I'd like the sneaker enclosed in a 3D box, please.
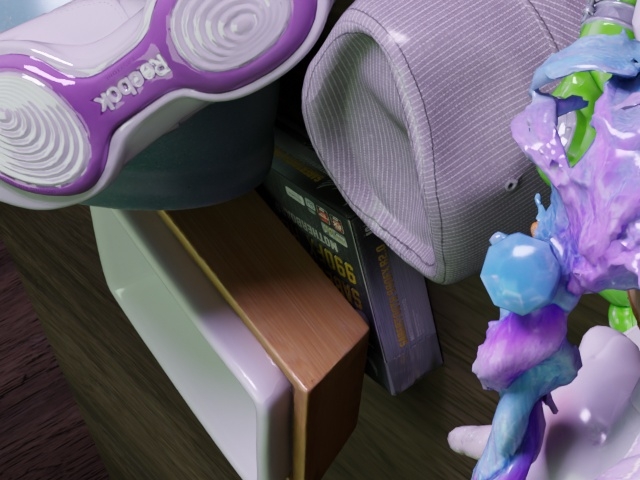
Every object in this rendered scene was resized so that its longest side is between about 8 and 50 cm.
[{"bbox_3d":[-0.113,-0.111,0.878,0.114,0.305,0.152,64,-157,-15],"label":"sneaker"}]

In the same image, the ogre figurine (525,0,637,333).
[{"bbox_3d":[0.160,-0.024,0.652,0.097,0.118,0.197,21,138,45],"label":"ogre figurine"}]

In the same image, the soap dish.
[{"bbox_3d":[-0.076,0.058,1.172,0.291,0.118,0.229,50,159,25],"label":"soap dish"}]

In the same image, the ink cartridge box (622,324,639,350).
[{"bbox_3d":[0.219,0.102,0.556,0.203,0.148,0.086,63,163,13],"label":"ink cartridge box"}]

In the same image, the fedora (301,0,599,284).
[{"bbox_3d":[0.073,-0.078,0.791,0.244,0.124,0.275,48,157,29],"label":"fedora"}]

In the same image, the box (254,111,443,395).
[{"bbox_3d":[0.000,0.000,1.167,0.231,0.056,0.183,37,149,48],"label":"box"}]

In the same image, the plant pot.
[{"bbox_3d":[-0.158,-0.175,1.041,0.293,0.293,0.196,41,126,42],"label":"plant pot"}]

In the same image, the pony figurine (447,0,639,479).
[{"bbox_3d":[0.173,0.038,0.368,0.363,0.302,0.351,-64,32,18],"label":"pony figurine"}]
